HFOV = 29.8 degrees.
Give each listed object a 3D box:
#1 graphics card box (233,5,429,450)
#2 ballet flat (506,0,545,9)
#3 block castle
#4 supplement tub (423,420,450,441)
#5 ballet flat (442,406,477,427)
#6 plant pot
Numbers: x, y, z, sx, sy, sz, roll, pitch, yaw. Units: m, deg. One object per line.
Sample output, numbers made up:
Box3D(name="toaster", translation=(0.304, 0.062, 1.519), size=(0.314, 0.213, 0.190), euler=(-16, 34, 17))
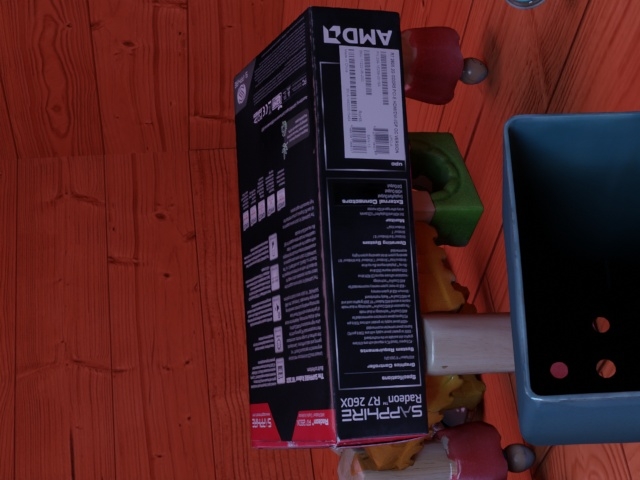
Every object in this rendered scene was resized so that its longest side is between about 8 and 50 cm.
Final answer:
Box3D(name="graphics card box", translation=(0.000, 0.000, 1.088), size=(0.233, 0.094, 0.371), euler=(154, 113, -68))
Box3D(name="ballet flat", translation=(0.185, -0.303, 1.067), size=(0.068, 0.072, 0.213), euler=(18, -113, -69))
Box3D(name="block castle", translation=(0.106, 0.023, 1.238), size=(0.303, 0.213, 0.453), euler=(112, 150, -44))
Box3D(name="supplement tub", translation=(0.108, 0.254, 1.484), size=(0.190, 0.117, 0.117), euler=(-60, -32, -80))
Box3D(name="ballet flat", translation=(0.154, 0.121, 1.493), size=(0.084, 0.058, 0.250), euler=(-57, 37, 39))
Box3D(name="plant pot", translation=(0.194, 0.048, 0.743), size=(0.234, 0.165, 0.165), euler=(79, -171, -66))
